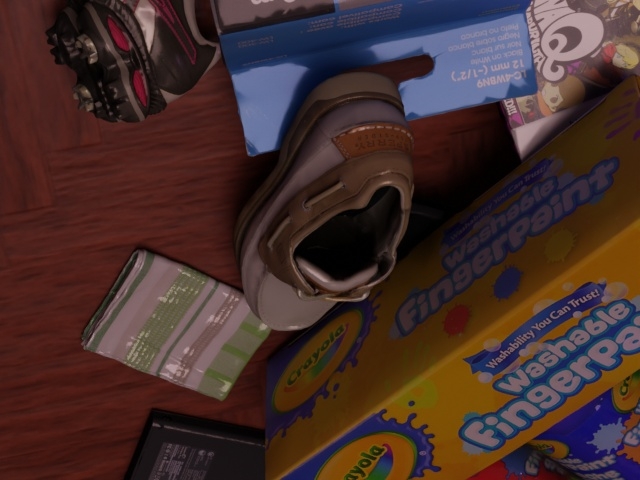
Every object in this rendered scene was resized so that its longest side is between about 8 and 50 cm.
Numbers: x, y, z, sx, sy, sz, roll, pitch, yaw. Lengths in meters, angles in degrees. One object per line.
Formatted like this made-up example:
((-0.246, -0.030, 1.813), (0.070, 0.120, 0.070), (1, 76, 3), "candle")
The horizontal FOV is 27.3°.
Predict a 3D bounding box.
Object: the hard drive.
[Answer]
((-0.113, 0.218, 1.274), (0.135, 0.022, 0.094), (15, 114, -20), "hard drive")

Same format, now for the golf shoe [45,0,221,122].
((-0.164, -0.225, 0.989), (0.120, 0.105, 0.273), (-32, 122, -26), "golf shoe")

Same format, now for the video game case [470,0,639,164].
((0.221, -0.205, 1.070), (0.210, 0.042, 0.232), (-21, 106, 3), "video game case")

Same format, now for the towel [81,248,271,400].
((-0.126, 0.080, 1.194), (0.152, 0.023, 0.113), (26, 110, -25), "towel")

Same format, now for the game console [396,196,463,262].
((0.205, 0.023, 1.201), (0.361, 0.044, 0.213), (14, 130, -15), "game console")

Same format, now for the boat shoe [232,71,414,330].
((0.000, 0.000, 1.074), (0.113, 0.103, 0.302), (-4, 146, -17), "boat shoe")

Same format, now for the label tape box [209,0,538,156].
((0.033, -0.240, 0.961), (0.249, 0.115, 0.347), (-12, 108, -2), "label tape box")

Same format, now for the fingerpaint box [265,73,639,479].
((0.231, 0.131, 1.159), (0.371, 0.163, 0.445), (35, 122, -28), "fingerpaint box")
